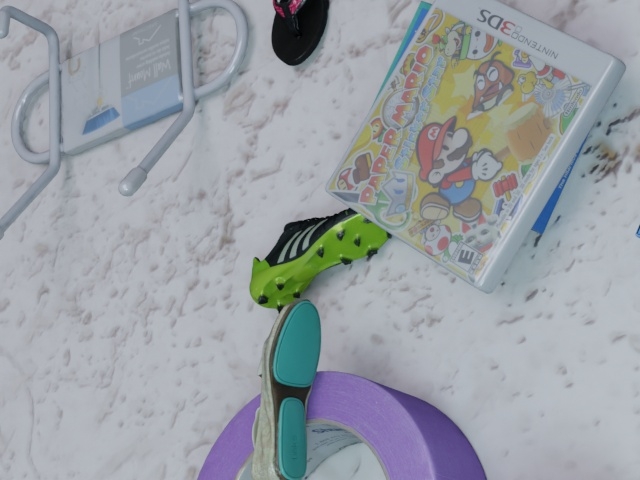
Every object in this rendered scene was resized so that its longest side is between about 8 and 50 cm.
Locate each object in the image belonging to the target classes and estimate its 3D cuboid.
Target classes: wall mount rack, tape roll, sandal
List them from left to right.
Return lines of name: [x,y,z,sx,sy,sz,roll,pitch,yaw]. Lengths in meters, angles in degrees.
wall mount rack: [-0.243,-0.140,1.826,0.350,0.130,0.304,-20,63,33]
sandal: [-0.021,-0.264,1.752,0.067,0.040,0.179,3,76,39]
tape roll: [0.012,0.256,1.504,0.274,0.090,0.275,-15,64,34]

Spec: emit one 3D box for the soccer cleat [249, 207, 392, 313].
soccer cleat: [0.000,0.000,1.630,0.179,0.060,0.072,-34,43,25]

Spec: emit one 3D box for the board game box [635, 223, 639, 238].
board game box: [0.362,-0.077,1.377,0.160,0.039,0.211,20,88,41]

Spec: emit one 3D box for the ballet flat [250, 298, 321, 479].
ballet flat: [-0.037,0.132,1.495,0.052,0.057,0.168,-11,66,46]

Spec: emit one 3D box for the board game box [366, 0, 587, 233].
board game box: [0.144,-0.115,1.561,0.210,0.047,0.160,24,90,42]

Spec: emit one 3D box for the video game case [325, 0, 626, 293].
video game case: [0.130,-0.096,1.513,0.206,0.026,0.227,34,96,39]
